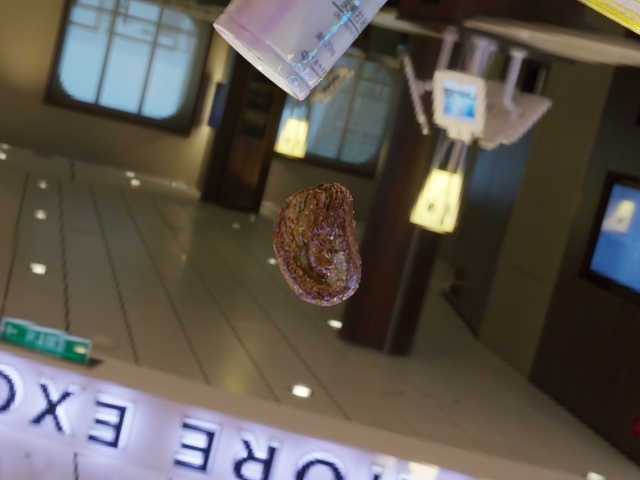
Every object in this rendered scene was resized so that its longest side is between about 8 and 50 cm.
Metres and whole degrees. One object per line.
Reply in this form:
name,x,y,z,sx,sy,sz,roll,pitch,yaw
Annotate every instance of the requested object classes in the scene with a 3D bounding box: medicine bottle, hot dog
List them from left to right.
hot dog,0.000,0.001,1.196,0.099,0.147,0.065,-14,154,21
medicine bottle,0.001,-0.320,1.331,0.152,0.254,0.152,41,-179,-1

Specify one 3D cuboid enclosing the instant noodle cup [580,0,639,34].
instant noodle cup,0.403,-0.330,1.242,0.236,0.215,0.215,17,-174,-15
